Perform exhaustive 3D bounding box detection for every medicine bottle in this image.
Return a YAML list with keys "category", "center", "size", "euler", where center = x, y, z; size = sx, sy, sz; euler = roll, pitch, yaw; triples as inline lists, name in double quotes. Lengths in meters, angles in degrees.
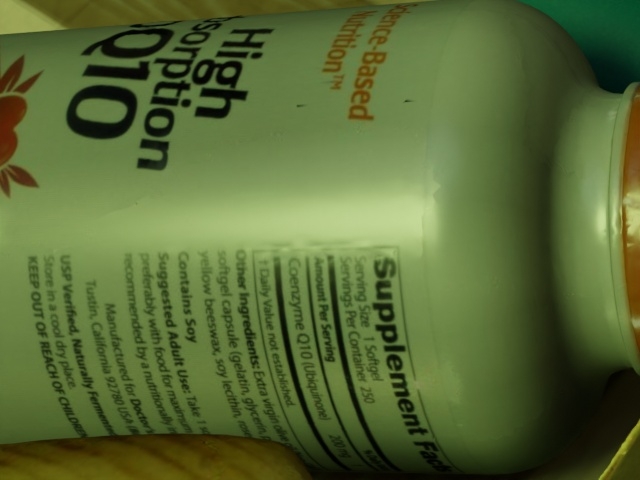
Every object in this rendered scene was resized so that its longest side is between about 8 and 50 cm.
- category: "medicine bottle"
  center: [0.000, 0.000, 0.651]
  size: [0.289, 0.157, 0.157]
  euler: [-2, 55, 21]

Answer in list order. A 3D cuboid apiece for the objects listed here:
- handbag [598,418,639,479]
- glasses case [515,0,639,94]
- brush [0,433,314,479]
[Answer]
- category: "handbag"
  center: [0.144, 0.084, 0.535]
  size: [0.127, 0.063, 0.190]
  euler: [34, 87, -1]
- category: "glasses case"
  center: [0.199, -0.045, 0.662]
  size: [0.117, 0.070, 0.301]
  euler: [-46, 51, -14]
- category: "brush"
  center: [-0.105, 0.162, 0.541]
  size: [0.267, 0.174, 0.166]
  euler: [-30, 43, 30]
